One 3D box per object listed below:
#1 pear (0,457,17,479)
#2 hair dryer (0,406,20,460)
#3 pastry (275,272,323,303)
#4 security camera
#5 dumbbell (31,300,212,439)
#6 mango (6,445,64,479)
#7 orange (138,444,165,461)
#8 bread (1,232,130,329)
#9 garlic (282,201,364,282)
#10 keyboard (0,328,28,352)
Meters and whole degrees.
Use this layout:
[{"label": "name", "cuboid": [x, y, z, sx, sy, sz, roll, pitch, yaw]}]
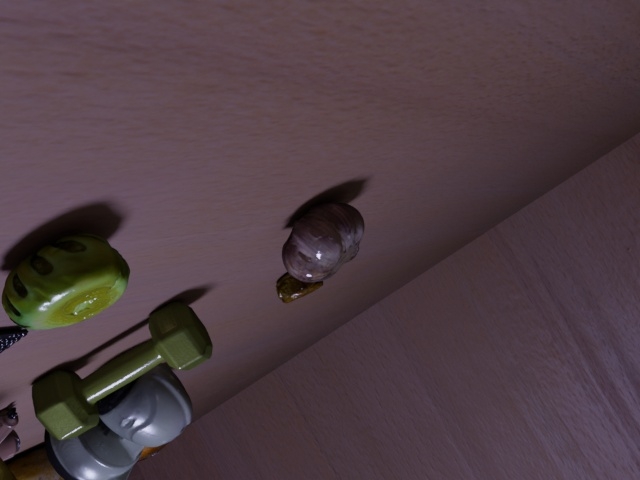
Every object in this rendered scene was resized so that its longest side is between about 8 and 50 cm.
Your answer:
[{"label": "pear", "cuboid": [-0.587, 0.426, 1.117, 0.304, 0.304, 0.304, -29, 169, -6]}, {"label": "hair dryer", "cuboid": [-0.571, 0.345, 1.394, 0.182, 0.064, 0.117, -44, 163, 31]}, {"label": "pastry", "cuboid": [-0.043, 0.090, 1.625, 0.109, 0.057, 0.097, -16, 164, -47]}, {"label": "security camera", "cuboid": [-0.377, 0.340, 1.513, 0.277, 0.191, 0.197, -36, -162, 22]}, {"label": "dumbbell", "cuboid": [-0.330, 0.217, 1.313, 0.302, 0.121, 0.108, -30, 140, 1]}, {"label": "mango", "cuboid": [-0.690, 0.580, 1.925, 0.193, 0.146, 0.316, -38, 152, 30]}, {"label": "orange", "cuboid": [-0.413, 0.411, 1.792, 0.224, 0.170, 0.224, -27, 168, -6]}, {"label": "bread", "cuboid": [-0.260, 0.041, 0.813, 0.130, 0.071, 0.139, -36, 166, 12]}, {"label": "garlic", "cuboid": [0.000, 0.000, 1.237, 0.159, 0.102, 0.147, -35, 162, -48]}, {"label": "keyboard", "cuboid": [-0.426, 0.126, 0.909, 0.061, 0.013, 0.204, -33, 169, 14]}]
